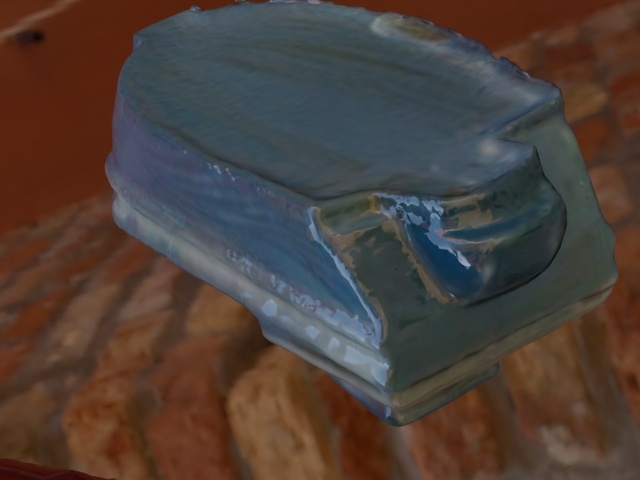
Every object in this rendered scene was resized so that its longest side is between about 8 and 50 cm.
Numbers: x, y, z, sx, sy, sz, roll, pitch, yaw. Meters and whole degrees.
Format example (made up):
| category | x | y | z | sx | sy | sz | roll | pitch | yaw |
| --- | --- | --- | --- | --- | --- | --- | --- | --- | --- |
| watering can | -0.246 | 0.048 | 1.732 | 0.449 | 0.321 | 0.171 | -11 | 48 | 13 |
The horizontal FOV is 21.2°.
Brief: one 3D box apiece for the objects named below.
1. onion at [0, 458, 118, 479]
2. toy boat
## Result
| category | x | y | z | sx | sy | sz | roll | pitch | yaw |
| --- | --- | --- | --- | --- | --- | --- | --- | --- | --- |
| onion | -0.076 | 0.193 | 0.455 | 0.195 | 0.272 | 0.272 | 26 | -136 | -72 |
| toy boat | 0.000 | 0.000 | 0.467 | 0.215 | 0.088 | 0.102 | 31 | 140 | 54 |
